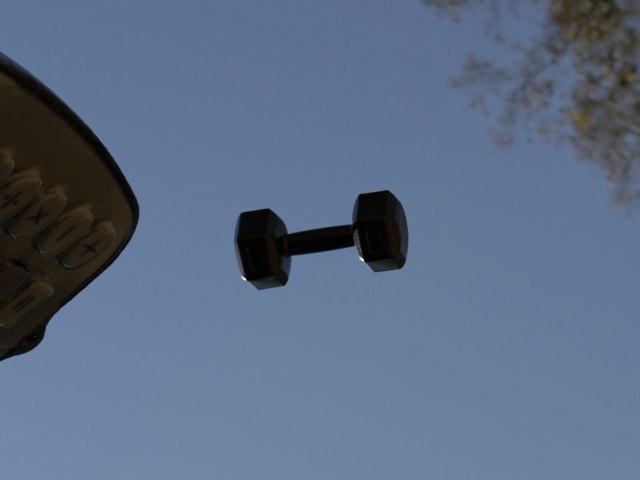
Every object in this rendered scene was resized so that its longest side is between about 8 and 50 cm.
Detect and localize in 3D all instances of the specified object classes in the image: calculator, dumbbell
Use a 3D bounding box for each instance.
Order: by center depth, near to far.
[{"bbox_3d":[-0.162,0.002,0.616,0.177,0.040,0.268,-38,-28,3],"label":"calculator"},{"bbox_3d":[0.000,0.000,0.853,0.083,0.040,0.036,-8,-48,12],"label":"dumbbell"}]
